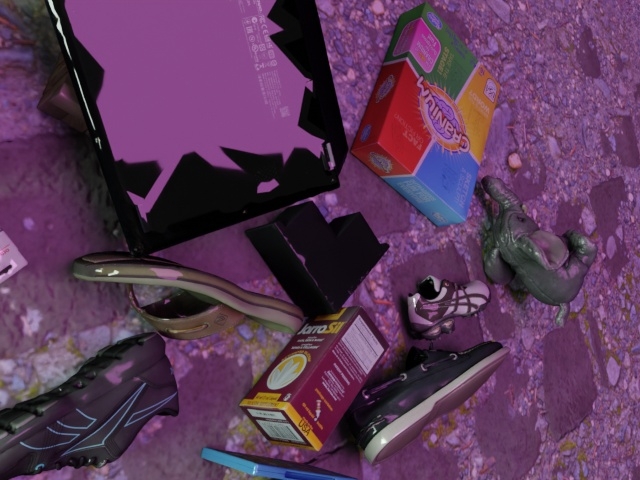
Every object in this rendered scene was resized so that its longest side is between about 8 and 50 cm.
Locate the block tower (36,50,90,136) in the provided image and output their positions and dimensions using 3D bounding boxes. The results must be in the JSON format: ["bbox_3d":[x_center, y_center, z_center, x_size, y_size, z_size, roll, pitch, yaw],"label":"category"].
[{"bbox_3d":[-0.226,-0.274,0.769,0.091,0.097,0.335,30,63,-34],"label":"block tower"}]

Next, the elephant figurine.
[{"bbox_3d":[0.391,0.017,1.234,0.239,0.186,0.169,24,111,-25],"label":"elephant figurine"}]

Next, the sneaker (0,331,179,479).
[{"bbox_3d":[-0.254,0.196,0.658,0.267,0.101,0.106,-30,105,-39],"label":"sneaker"}]

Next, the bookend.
[{"bbox_3d":[0.000,0.000,0.929,0.156,0.072,0.157,-48,113,-36],"label":"bookend"}]

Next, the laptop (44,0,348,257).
[{"bbox_3d":[-0.119,-0.238,0.807,0.408,0.236,0.382,-21,107,-23],"label":"laptop"}]

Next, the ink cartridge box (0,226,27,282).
[{"bbox_3d":[-0.347,0.005,0.657,0.048,0.028,0.083,-45,111,-36],"label":"ink cartridge box"}]

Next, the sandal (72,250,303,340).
[{"bbox_3d":[-0.145,0.081,0.767,0.302,0.120,0.086,24,81,-36],"label":"sandal"}]

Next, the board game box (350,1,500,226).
[{"bbox_3d":[0.198,-0.220,1.143,0.242,0.064,0.317,35,61,-31],"label":"board game box"}]

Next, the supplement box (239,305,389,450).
[{"bbox_3d":[-0.005,0.181,0.872,0.081,0.104,0.188,55,52,-19],"label":"supplement box"}]

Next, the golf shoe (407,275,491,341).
[{"bbox_3d":[0.222,0.094,1.103,0.198,0.077,0.094,-26,99,-42],"label":"golf shoe"}]

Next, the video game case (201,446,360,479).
[{"bbox_3d":[-0.049,0.285,0.806,0.166,0.119,0.015,24,70,-36],"label":"video game case"}]

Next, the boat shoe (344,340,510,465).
[{"bbox_3d":[0.166,0.220,1.015,0.340,0.127,0.113,-25,56,-33],"label":"boat shoe"}]
